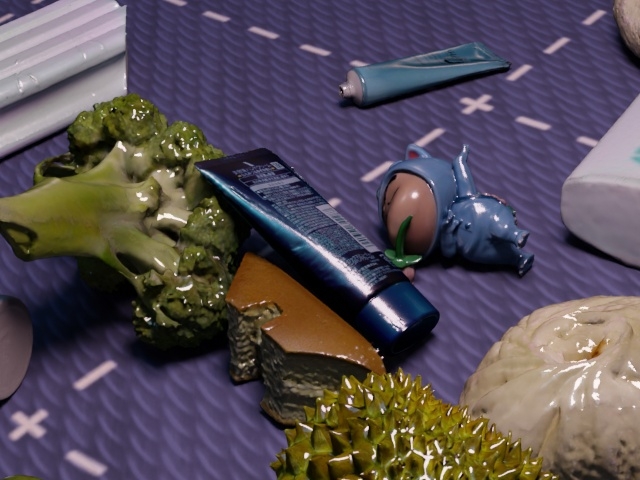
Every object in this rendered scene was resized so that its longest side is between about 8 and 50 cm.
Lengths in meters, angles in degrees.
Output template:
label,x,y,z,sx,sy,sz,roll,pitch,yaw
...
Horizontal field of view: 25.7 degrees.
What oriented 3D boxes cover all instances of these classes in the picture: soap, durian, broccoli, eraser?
label,x,y,z,sx,sy,sz,roll,pitch,yaw
soap,-0.361,-0.209,1.777,0.289,0.095,0.173,-31,42,-31
durian,0.062,0.210,1.057,0.176,0.200,0.237,-2,34,-48
broccoli,-0.194,0.006,1.400,0.254,0.186,0.302,41,44,-5
eraser,0.396,-0.084,1.487,0.189,0.104,0.290,13,39,31

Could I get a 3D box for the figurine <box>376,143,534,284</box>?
label,x,y,z,sx,sy,sz,roll,pitch,yaw
figurine,0.126,-0.016,1.436,0.178,0.114,0.144,26,48,25

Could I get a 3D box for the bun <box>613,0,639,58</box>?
label,x,y,z,sx,sy,sz,roll,pitch,yaw
bun,0.500,-0.303,1.723,0.272,0.168,0.273,-5,28,3

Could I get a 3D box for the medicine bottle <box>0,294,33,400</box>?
label,x,y,z,sx,sy,sz,roll,pitch,yaw
medicine bottle,-0.374,0.093,1.352,0.168,0.105,0.105,7,38,18

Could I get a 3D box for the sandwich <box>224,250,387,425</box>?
label,x,y,z,sx,sy,sz,roll,pitch,yaw
sandwich,-0.031,0.098,1.305,0.088,0.090,0.244,-22,38,-25

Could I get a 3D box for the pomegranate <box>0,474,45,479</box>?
label,x,y,z,sx,sy,sz,roll,pitch,yaw
pomegranate,-0.237,0.239,1.138,0.114,0.115,0.142,-4,11,2

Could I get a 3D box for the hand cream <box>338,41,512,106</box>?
label,x,y,z,sx,sy,sz,roll,pitch,yaw
hand cream,0.126,-0.210,1.758,0.224,0.048,0.083,-17,34,-22

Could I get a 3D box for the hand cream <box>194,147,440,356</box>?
label,x,y,z,sx,sy,sz,roll,pitch,yaw
hand cream,0.000,0.000,1.373,0.270,0.061,0.120,46,34,19

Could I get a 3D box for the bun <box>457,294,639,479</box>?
label,x,y,z,sx,sy,sz,roll,pitch,yaw
bun,0.239,0.135,1.167,0.243,0.153,0.244,-3,40,3
